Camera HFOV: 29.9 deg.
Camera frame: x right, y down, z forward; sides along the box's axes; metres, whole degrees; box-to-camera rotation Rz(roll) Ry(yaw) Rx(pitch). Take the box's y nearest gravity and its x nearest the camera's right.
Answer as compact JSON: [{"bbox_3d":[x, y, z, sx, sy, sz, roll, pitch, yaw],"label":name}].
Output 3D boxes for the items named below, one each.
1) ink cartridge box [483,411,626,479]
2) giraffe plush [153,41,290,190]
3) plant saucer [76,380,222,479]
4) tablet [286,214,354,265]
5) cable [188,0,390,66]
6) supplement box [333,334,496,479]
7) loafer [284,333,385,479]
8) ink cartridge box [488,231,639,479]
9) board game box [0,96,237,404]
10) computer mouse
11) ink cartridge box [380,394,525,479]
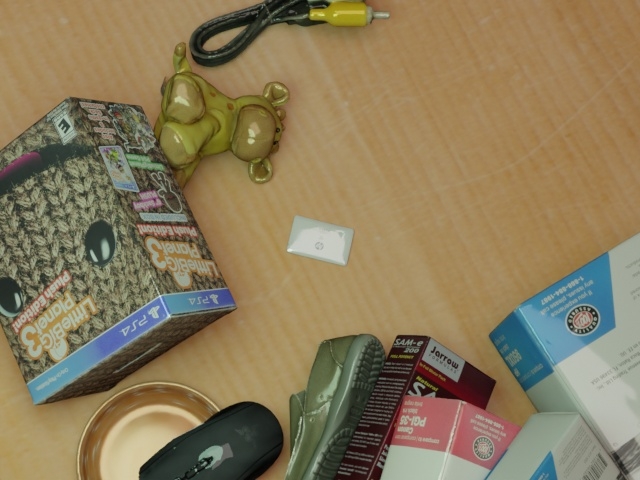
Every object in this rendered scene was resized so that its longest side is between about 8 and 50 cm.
[{"bbox_3d":[0.283,0.311,1.363,0.139,0.082,0.191,-46,110,-30],"label":"ink cartridge box"},{"bbox_3d":[-0.129,-0.147,1.584,0.170,0.181,0.210,13,37,-13],"label":"giraffe plush"},{"bbox_3d":[-0.201,0.275,1.489,0.200,0.037,0.200,2,73,-7],"label":"plant saucer"},{"bbox_3d":[0.000,0.000,1.615,0.083,0.006,0.054,14,72,-2],"label":"tablet"},{"bbox_3d":[-0.052,-0.335,1.679,0.287,0.072,0.139,-14,70,-11],"label":"cable"},{"bbox_3d":[0.114,0.251,1.491,0.130,0.073,0.239,34,69,-26],"label":"supplement box"},{"bbox_3d":[0.005,0.233,1.512,0.087,0.094,0.251,10,71,37],"label":"loafer"},{"bbox_3d":[0.448,0.200,1.523,0.285,0.166,0.395,-29,78,-14],"label":"ink cartridge box"},{"bbox_3d":[-0.279,0.013,1.448,0.232,0.141,0.291,-33,76,25],"label":"board game box"},{"bbox_3d":[-0.141,0.315,1.433,0.262,0.060,0.184,-27,77,-14],"label":"computer mouse"},{"bbox_3d":[0.164,0.348,1.404,0.207,0.117,0.283,27,73,-31],"label":"ink cartridge box"}]
